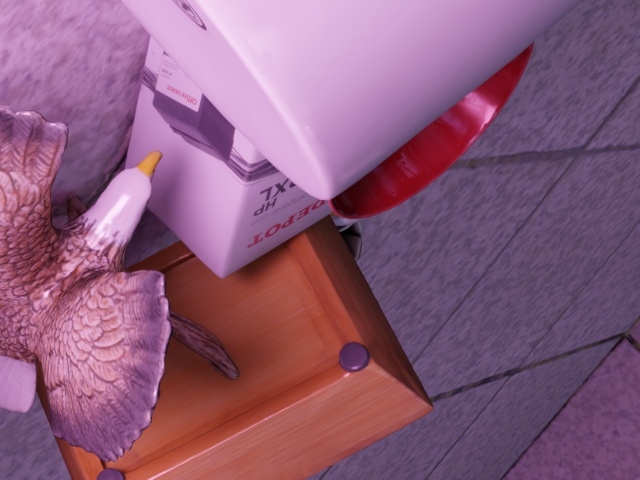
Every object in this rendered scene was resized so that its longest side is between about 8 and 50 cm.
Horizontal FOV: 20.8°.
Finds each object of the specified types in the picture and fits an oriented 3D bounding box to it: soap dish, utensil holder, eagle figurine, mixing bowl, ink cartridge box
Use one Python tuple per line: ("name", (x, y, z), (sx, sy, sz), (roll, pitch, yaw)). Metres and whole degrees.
("soap dish", (-0.088, 0.104, 1.413), (0.291, 0.229, 0.118), (-28, 149, -1))
("utensil holder", (0.052, -0.255, 0.932), (0.385, 0.327, 0.327), (-41, 160, -4))
("eagle figurine", (-0.181, 0.025, 1.201), (0.298, 0.226, 0.225), (-13, 108, -83))
("mixing bowl", (0.043, -0.113, 1.141), (0.181, 0.098, 0.181), (-36, 156, -19))
("ink cartridge box", (-0.009, -0.146, 1.302), (0.223, 0.129, 0.307), (-32, 156, -33))

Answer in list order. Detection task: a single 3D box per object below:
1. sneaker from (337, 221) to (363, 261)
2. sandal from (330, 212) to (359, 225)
("sneaker", (0.000, 0.000, 1.673), (0.064, 0.086, 0.192), (-38, 159, -19))
("sandal", (0.064, -0.124, 1.556), (0.265, 0.102, 0.076), (-44, 161, -27))
